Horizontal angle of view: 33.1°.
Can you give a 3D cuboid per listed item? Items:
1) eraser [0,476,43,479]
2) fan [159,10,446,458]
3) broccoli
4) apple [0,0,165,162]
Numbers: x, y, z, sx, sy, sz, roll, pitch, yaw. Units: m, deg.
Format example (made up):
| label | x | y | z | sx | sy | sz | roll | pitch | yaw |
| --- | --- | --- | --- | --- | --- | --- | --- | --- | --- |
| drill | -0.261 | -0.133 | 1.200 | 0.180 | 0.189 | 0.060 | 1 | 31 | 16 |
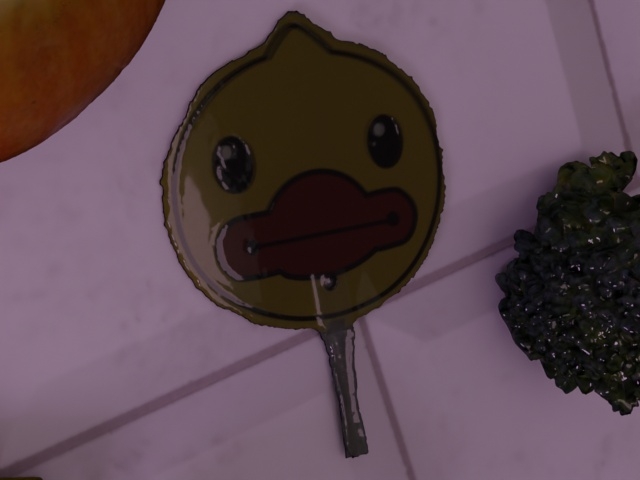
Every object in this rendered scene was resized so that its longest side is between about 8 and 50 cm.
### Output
| label | x | y | z | sx | sy | sz | roll | pitch | yaw |
| --- | --- | --- | --- | --- | --- | --- | --- | --- | --- |
| eraser | -0.224 | 0.215 | 0.683 | 0.097 | 0.045 | 0.122 | 3 | 93 | -27 |
| fan | 0.000 | 0.000 | 0.793 | 0.230 | 0.011 | 0.334 | -11 | 97 | -25 |
| broccoli | 0.255 | 0.027 | 0.874 | 0.275 | 0.177 | 0.198 | -5 | 60 | -53 |
| apple | -0.210 | -0.178 | 0.557 | 0.286 | 0.233 | 0.285 | 0 | 90 | -25 |
